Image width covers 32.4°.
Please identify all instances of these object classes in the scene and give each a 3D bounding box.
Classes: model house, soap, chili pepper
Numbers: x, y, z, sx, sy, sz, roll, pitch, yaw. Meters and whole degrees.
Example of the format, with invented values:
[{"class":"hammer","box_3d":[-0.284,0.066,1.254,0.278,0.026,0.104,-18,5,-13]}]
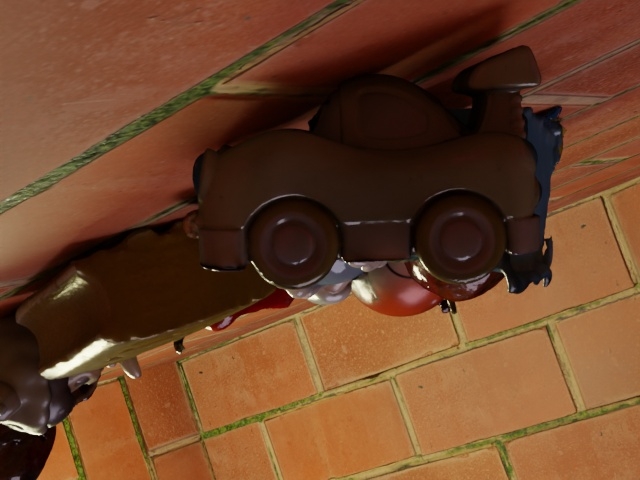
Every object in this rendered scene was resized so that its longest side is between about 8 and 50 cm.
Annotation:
[{"class":"model house","box_3d":[0.139,-0.068,1.377,0.303,0.216,0.237,10,-176,23]},{"class":"soap","box_3d":[-0.267,0.084,1.650,0.293,0.156,0.335,-20,176,-35]},{"class":"chili pepper","box_3d":[-0.190,0.095,2.008,0.134,0.131,0.338,7,-167,35]}]

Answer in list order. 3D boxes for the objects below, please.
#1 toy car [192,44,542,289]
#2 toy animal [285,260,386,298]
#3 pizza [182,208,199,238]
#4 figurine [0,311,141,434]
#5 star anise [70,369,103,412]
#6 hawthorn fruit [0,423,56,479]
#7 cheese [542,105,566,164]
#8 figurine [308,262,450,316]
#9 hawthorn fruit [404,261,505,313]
[{"class":"toy car","box_3d":[0.046,-0.078,1.116,0.335,0.227,0.242,0,-173,0]},{"class":"toy animal","box_3d":[0.000,0.000,1.691,0.204,0.156,0.208,-27,166,29]},{"class":"pizza","box_3d":[-0.076,-0.042,1.441,0.198,0.062,0.188,-4,-171,10]},{"class":"figurine","box_3d":[-0.427,0.181,1.863,0.380,0.203,0.248,-31,-169,-14]},{"class":"star anise","box_3d":[-0.440,0.212,2.124,0.288,0.088,0.288,-55,-171,13]},{"class":"hawthorn fruit","box_3d":[-0.663,0.349,2.085,0.324,0.308,0.308,-13,173,0]},{"class":"cheese","box_3d":[0.341,-0.141,1.803,0.177,0.069,0.270,-36,165,-10]},{"class":"figurine","box_3d":[0.112,0.037,1.961,0.323,0.196,0.320,4,178,-33]},{"class":"hawthorn fruit","box_3d":[0.218,-0.012,1.699,0.224,0.261,0.224,14,-170,-3]}]
